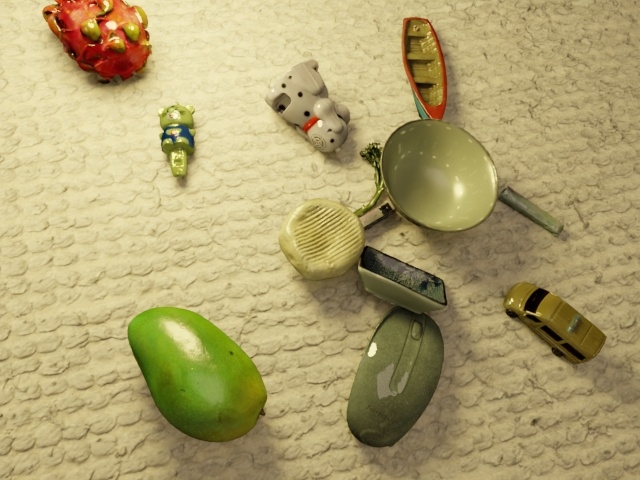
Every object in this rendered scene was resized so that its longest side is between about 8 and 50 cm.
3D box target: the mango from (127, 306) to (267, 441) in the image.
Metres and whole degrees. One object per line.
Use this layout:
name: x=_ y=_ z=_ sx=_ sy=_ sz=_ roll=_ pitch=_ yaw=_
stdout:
mango: x=-0.295 y=0.304 z=1.225 sx=0.382 sy=0.201 sz=0.225 roll=40 pitch=82 yaw=9

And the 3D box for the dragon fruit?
dragon fruit: x=-0.618 y=-0.577 z=1.455 sx=0.306 sy=0.227 sz=0.243 roll=0 pitch=68 yaw=-5

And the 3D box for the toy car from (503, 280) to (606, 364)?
toy car: x=0.621 y=0.211 z=1.409 sx=0.256 sy=0.124 sz=0.101 roll=41 pitch=71 yaw=5

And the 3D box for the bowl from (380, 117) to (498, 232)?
bowl: x=0.301 y=-0.154 z=1.462 sx=0.336 sy=0.157 sz=0.338 roll=5 pitch=69 yaw=-12

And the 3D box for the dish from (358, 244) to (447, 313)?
dish: x=0.205 y=0.117 z=1.394 sx=0.243 sy=0.182 sz=0.080 roll=24 pitch=109 yaw=2

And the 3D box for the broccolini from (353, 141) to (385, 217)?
broccolini: x=0.133 y=-0.176 z=1.514 sx=0.123 sy=0.062 sz=0.272 roll=29 pitch=74 yaw=13

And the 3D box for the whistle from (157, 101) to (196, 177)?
whistle: x=-0.397 y=-0.282 z=1.460 sx=0.105 sy=0.085 sz=0.228 roll=-6 pitch=73 yaw=1

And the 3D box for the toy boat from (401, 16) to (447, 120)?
toy boat: x=0.318 y=-0.514 z=1.628 sx=0.136 sy=0.079 sz=0.393 roll=-2 pitch=72 yaw=-10

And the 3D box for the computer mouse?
computer mouse: x=0.194 y=0.331 z=1.323 sx=0.203 sy=0.114 sz=0.374 roll=25 pitch=70 yaw=2

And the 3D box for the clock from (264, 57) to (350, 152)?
clock: x=-0.013 y=-0.361 z=1.502 sx=0.189 sy=0.189 sz=0.254 roll=-44 pitch=95 yaw=-17

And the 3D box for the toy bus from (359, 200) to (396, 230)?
toy bus: x=0.155 y=-0.069 z=1.478 sx=0.130 sy=0.052 sz=0.037 roll=-30 pitch=76 yaw=-15

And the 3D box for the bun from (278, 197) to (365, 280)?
bun: x=0.000 y=0.000 z=1.394 sx=0.230 sy=0.133 sz=0.231 roll=3 pitch=74 yaw=-12

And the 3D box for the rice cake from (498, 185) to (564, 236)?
rice cake: x=0.621 y=-0.085 z=1.552 sx=0.210 sy=0.034 sz=0.043 roll=35 pitch=75 yaw=4
